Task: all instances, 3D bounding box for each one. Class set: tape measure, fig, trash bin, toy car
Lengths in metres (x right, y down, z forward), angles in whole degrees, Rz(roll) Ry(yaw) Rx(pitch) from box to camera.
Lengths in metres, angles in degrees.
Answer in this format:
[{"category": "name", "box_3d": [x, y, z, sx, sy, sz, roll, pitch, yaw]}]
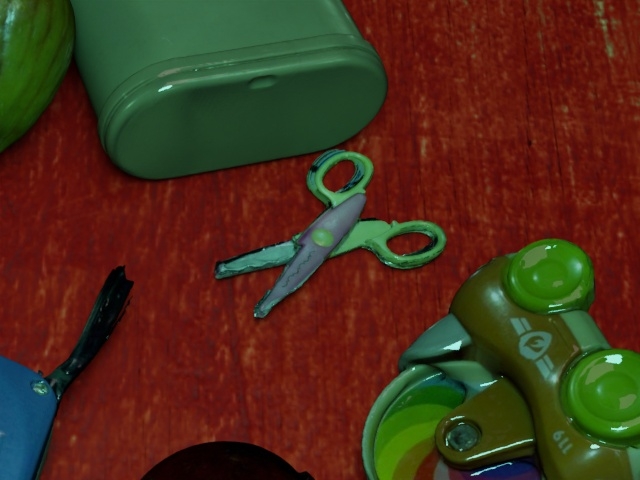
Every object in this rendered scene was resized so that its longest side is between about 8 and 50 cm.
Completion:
[{"category": "tape measure", "box_3d": [-0.270, 0.112, 1.402, 0.215, 0.098, 0.351, 17, 50, -2]}, {"category": "fig", "box_3d": [-0.264, -0.108, 1.535, 0.151, 0.151, 0.259, 2, 67, -12]}, {"category": "trash bin", "box_3d": [-0.099, -0.185, 1.649, 0.243, 0.121, 0.247, -12, 54, -22]}, {"category": "toy car", "box_3d": [0.131, 0.132, 1.465, 0.235, 0.145, 0.235, -5, 54, 7]}]

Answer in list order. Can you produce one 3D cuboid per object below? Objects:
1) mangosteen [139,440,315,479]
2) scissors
[{"category": "mangosteen", "box_3d": [-0.070, 0.234, 1.322, 0.200, 0.200, 0.200, 7, 53, -9]}, {"category": "scissors", "box_3d": [0.000, 0.000, 1.593, 0.187, 0.020, 0.133, -32, 63, -33]}]
